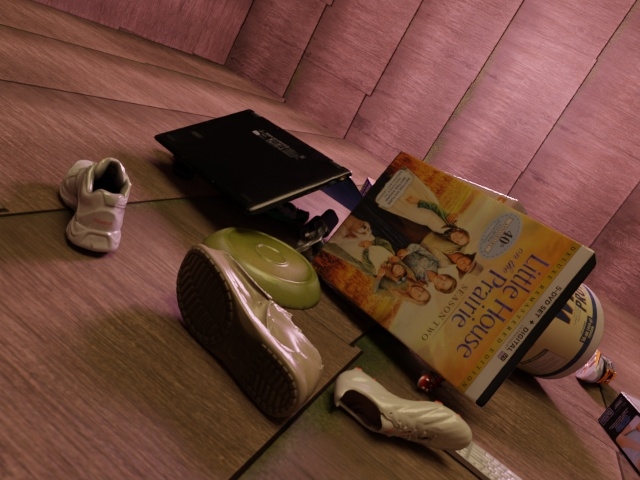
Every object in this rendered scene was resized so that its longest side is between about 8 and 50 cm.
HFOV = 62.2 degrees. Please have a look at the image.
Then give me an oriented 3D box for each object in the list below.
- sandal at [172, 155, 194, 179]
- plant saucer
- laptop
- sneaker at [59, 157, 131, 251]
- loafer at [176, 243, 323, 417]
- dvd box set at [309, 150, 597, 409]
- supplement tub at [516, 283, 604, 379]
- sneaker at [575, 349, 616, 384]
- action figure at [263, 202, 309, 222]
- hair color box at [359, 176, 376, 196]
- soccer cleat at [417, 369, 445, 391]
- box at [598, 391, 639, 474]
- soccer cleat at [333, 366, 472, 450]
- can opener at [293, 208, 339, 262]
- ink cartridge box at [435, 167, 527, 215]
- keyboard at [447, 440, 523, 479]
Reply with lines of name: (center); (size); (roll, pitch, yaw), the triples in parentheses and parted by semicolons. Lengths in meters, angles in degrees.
sandal: (-0.327, -0.192, 1.277); (0.067, 0.040, 0.179); (18, 35, -18)
plant saucer: (-0.098, 0.039, 0.981); (0.241, 0.037, 0.241); (27, 18, -9)
laptop: (-0.104, -0.127, 1.255); (0.408, 0.236, 0.382); (-25, 45, -33)
sneaker: (-0.333, -0.081, 0.812); (0.090, 0.115, 0.232); (15, 22, -38)
loafer: (-0.095, 0.111, 0.695); (0.268, 0.102, 0.092); (49, 23, 26)
dvd box set: (0.210, 0.044, 0.958); (0.420, 0.307, 0.062); (39, -2, 38)
supplement tub: (0.407, 0.139, 1.148); (0.325, 0.235, 0.235); (26, 17, -17)
sneaker: (0.725, 0.335, 1.379); (0.083, 0.084, 0.215); (43, 20, 24)
action figure: (-0.129, -0.099, 1.286); (0.232, 0.063, 0.137); (25, 16, -23)
hair color box: (0.232, -0.086, 1.737); (0.185, 0.110, 0.339); (24, 16, -13)
soccer cleat: (0.179, 0.233, 0.893); (0.036, 0.029, 0.083); (31, 12, 37)
box: (0.697, 0.440, 1.026); (0.169, 0.087, 0.290); (27, 18, -8)
soccer cleat: (0.106, 0.238, 0.708); (0.196, 0.068, 0.076); (24, 22, 6)
can opener: (0.000, 0.000, 1.228); (0.095, 0.076, 0.283); (61, 16, -7)
ink cartridge box: (0.207, -0.001, 1.100); (0.072, 0.303, 0.307); (38, -1, -38)
keyboard: (0.248, 0.329, 0.754); (0.256, 0.014, 0.072); (36, 18, 18)
